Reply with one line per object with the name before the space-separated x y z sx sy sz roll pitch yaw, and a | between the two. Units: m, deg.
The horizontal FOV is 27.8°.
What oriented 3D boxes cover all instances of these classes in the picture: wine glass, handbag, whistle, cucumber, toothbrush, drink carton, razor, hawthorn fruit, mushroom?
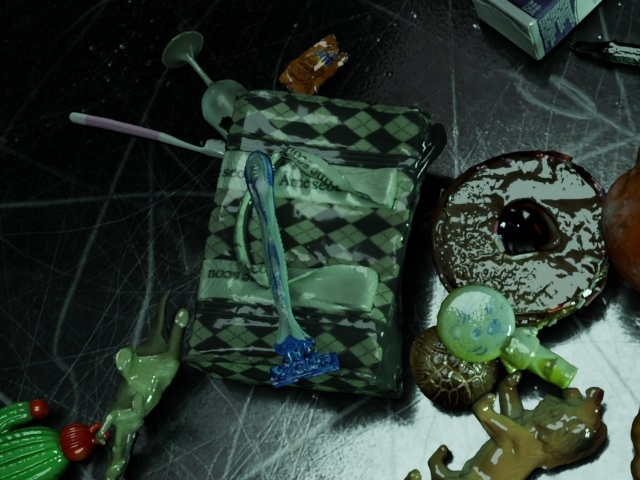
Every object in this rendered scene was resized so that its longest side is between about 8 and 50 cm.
wine glass | -0.166 -0.235 2.011 0.079 0.079 0.195 -38 65 -1
handbag | 0.000 0.000 1.813 0.316 0.180 0.416 3 76 24
whistle | 0.246 0.132 1.709 0.198 0.057 0.104 29 94 6
cucumber | 0.435 -0.277 1.890 0.163 0.039 0.043 11 49 18
toothbrush | -0.272 -0.170 2.048 0.286 0.020 0.025 14 67 18
drink carton | 0.347 -0.398 1.919 0.222 0.102 0.134 -44 58 -5
razor | -0.057 0.026 1.709 0.093 0.056 0.324 -15 74 9
hawthorn fruit | 0.494 -0.027 1.664 0.284 0.284 0.284 -5 70 13
mushroom | 0.183 0.169 1.770 0.126 0.085 0.109 5 58 -10

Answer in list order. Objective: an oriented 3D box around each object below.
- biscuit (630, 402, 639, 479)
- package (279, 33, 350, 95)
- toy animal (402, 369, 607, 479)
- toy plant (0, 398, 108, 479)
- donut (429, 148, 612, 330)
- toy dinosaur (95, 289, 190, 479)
biscuit | 0.555 0.267 1.630 0.325 0.107 0.326 -6 68 16
package | -0.008 -0.267 2.006 0.110 0.033 0.077 -41 76 3
toy animal | 0.244 0.288 1.713 0.312 0.097 0.157 -46 73 -2
toy plant | -0.437 0.312 1.883 0.240 0.088 0.154 -44 65 -4
donut | 0.283 0.000 1.798 0.269 0.103 0.270 -4 72 12
toy dinosaur | -0.257 0.204 1.834 0.077 0.162 0.294 27 77 2
